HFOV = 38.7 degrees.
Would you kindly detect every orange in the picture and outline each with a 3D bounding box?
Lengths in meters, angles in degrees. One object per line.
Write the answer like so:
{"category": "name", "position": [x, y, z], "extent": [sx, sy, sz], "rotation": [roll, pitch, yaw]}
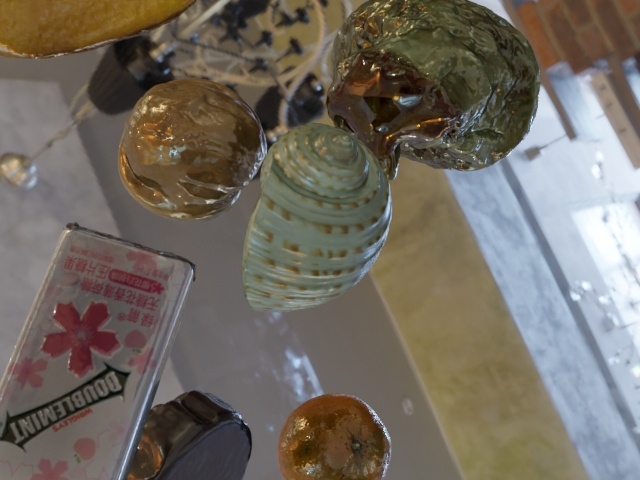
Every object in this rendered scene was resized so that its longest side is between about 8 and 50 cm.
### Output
{"category": "orange", "position": [0.032, 0.425, 1.850], "extent": [0.240, 0.171, 0.240], "rotation": [7, -107, -22]}

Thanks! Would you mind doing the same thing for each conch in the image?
{"category": "conch", "position": [0.002, -0.013, 0.884], "extent": [0.172, 0.131, 0.200], "rotation": [-79, -8, -49]}

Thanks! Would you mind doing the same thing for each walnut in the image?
{"category": "walnut", "position": [-0.249, -0.172, 1.748], "extent": [0.285, 0.285, 0.296], "rotation": [64, 171, 6]}

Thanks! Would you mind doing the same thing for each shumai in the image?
{"category": "shumai", "position": [0.171, -0.246, 1.587], "extent": [0.398, 0.324, 0.323], "rotation": [27, -149, 6]}

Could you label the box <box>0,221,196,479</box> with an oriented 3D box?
{"category": "box", "position": [-0.299, 0.168, 1.161], "extent": [0.190, 0.112, 0.369], "rotation": [16, -112, -3]}

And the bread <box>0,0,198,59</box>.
{"category": "bread", "position": [-0.202, -0.254, 0.738], "extent": [0.142, 0.270, 0.195], "rotation": [-124, 13, -56]}

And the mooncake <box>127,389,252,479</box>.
{"category": "mooncake", "position": [-0.254, 0.395, 1.587], "extent": [0.141, 0.283, 0.283], "rotation": [29, -162, 28]}
